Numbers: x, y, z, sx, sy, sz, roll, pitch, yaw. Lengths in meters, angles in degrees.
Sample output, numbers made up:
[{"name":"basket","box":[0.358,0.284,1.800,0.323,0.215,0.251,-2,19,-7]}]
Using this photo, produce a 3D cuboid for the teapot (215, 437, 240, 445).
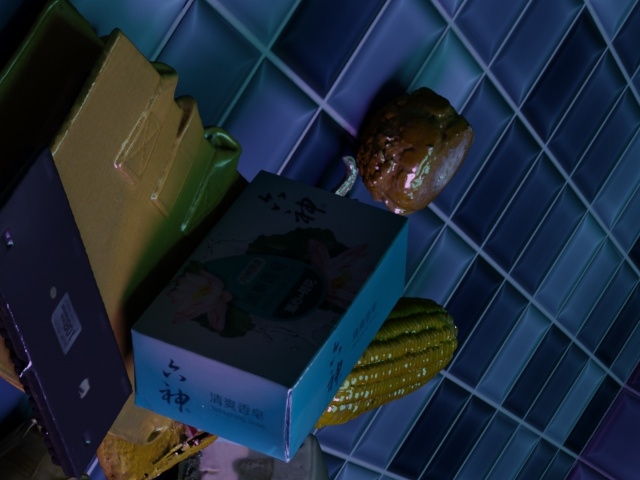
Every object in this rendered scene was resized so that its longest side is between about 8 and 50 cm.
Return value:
[{"name":"teapot","box":[-0.072,0.121,1.884,0.232,0.159,0.159,-52,162,28]}]

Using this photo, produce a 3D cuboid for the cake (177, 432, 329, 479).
[{"name":"cake","box":[-0.087,0.323,1.934,0.284,0.158,0.172,-76,165,-50]}]

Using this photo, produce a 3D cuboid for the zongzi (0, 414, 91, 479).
[{"name":"zongzi","box":[-0.255,0.278,1.624,0.194,0.197,0.099,-38,165,-31]}]

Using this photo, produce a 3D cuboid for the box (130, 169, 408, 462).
[{"name":"box","box":[-0.040,0.059,1.562,0.245,0.153,0.092,-55,155,-44]}]

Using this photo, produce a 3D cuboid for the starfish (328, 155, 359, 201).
[{"name":"starfish","box":[0.000,0.000,1.967,0.176,0.053,0.208,-38,156,-51]}]

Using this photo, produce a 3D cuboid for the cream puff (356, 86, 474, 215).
[{"name":"cream puff","box":[0.097,-0.100,1.973,0.144,0.103,0.126,-43,158,-32]}]

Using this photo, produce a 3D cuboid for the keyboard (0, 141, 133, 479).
[{"name":"keyboard","box":[-0.201,0.062,1.351,0.106,0.027,0.317,-59,157,-32]}]

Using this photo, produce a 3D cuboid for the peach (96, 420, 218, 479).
[{"name":"peach","box":[-0.153,0.175,1.783,0.092,0.127,0.172,-36,153,-47]}]

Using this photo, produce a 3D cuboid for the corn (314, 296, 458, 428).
[{"name":"corn","box":[0.054,0.138,2.143,0.344,0.131,0.131,-9,127,-61]}]

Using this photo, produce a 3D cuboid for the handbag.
[{"name":"handbag","box":[-0.187,-0.006,1.506,0.283,0.133,0.401,-59,157,-9]}]
